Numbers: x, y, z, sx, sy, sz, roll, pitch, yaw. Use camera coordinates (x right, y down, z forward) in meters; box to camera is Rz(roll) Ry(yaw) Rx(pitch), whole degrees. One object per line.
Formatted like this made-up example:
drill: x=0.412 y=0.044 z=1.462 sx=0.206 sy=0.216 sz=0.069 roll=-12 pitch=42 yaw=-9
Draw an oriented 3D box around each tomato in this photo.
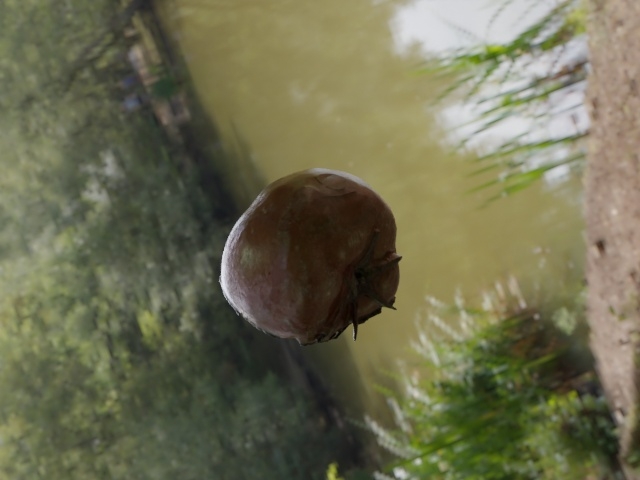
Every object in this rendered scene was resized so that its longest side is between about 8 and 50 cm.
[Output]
tomato: x=0.000 y=0.000 z=1.402 sx=0.180 sy=0.214 sz=0.155 roll=29 pitch=128 yaw=25
